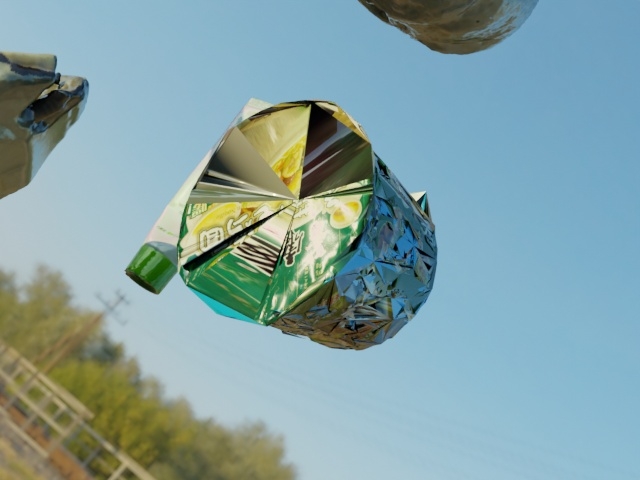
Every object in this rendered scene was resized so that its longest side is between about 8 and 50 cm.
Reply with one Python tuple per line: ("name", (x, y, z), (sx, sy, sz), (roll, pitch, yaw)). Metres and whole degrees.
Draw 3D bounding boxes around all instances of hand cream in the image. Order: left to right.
("hand cream", (-0.127, -0.056, 1.429), (0.079, 0.275, 0.050), (33, -17, 8))

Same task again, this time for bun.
("bun", (0.149, -0.406, 1.743), (0.362, 0.211, 0.362), (34, 8, -5))

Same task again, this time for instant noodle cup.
("instant noodle cup", (0.000, 0.000, 1.210), (0.240, 0.240, 0.178), (29, -5, 41))

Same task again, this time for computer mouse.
("computer mouse", (-0.443, -0.089, 1.246), (0.145, 0.429, 0.228), (65, 9, 16))
